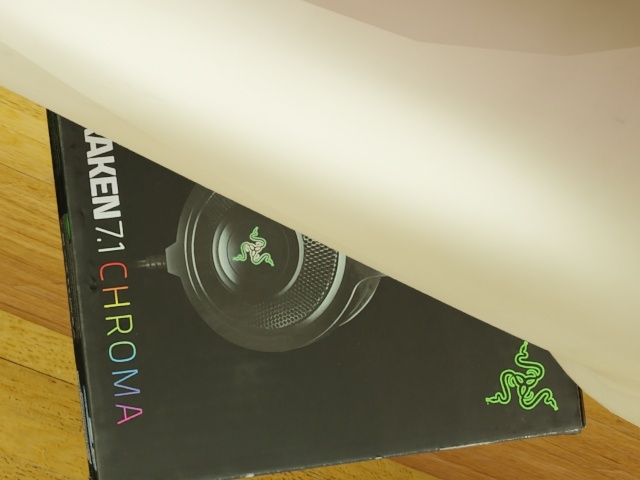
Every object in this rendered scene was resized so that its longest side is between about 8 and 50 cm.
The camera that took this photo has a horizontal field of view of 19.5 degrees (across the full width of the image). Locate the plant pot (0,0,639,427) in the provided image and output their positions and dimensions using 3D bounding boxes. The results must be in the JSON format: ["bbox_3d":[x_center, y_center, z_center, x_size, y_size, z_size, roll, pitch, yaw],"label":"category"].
[{"bbox_3d":[0.043,-0.121,0.460,0.280,0.323,0.323,12,168,-20],"label":"plant pot"}]

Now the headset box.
[{"bbox_3d":[0.000,0.000,1.030,0.283,0.246,0.131,-6,179,-11],"label":"headset box"}]
